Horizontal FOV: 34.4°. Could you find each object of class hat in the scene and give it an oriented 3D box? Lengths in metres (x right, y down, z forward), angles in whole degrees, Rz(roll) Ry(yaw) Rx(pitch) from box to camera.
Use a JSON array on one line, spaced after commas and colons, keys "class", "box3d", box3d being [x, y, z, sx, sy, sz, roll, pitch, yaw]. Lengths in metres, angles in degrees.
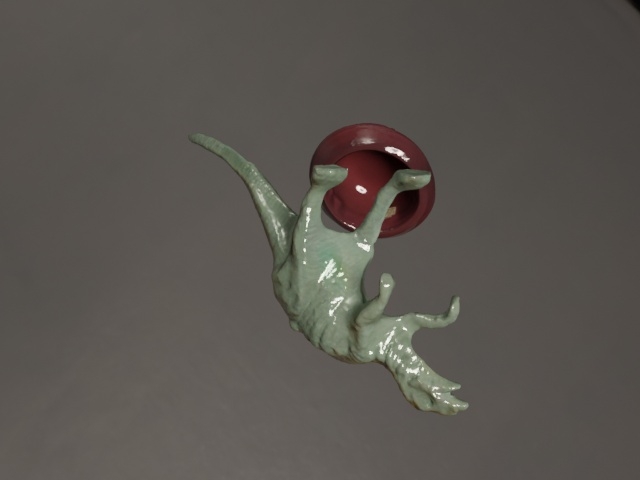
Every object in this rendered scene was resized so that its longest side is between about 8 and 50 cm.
[{"class": "hat", "box3d": [0.082, -0.097, 1.603, 0.205, 0.205, 0.089, -50, -165, 34]}]

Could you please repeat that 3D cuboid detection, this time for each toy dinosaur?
[{"class": "toy dinosaur", "box3d": [0.000, 0.000, 0.994, 0.092, 0.392, 0.206, -30, 146, -57]}]
